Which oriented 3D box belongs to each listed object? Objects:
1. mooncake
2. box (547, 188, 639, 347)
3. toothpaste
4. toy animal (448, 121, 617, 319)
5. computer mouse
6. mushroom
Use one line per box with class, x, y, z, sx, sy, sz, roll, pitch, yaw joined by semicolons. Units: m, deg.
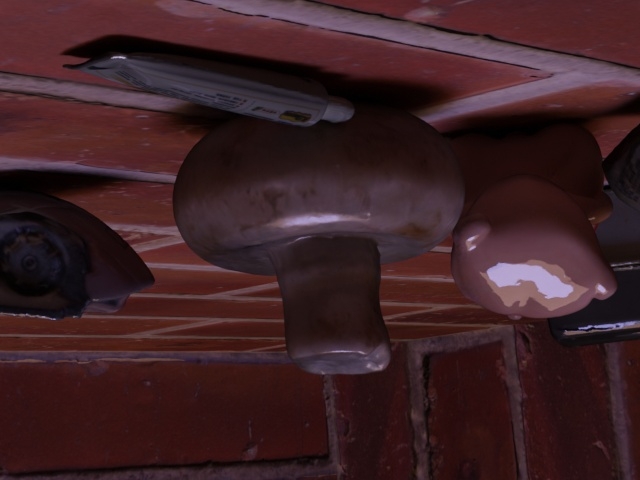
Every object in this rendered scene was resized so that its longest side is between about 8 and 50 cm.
mooncake;0.321;-0.083;1.720;0.130;0.073;0.125;-13;158;-18
box;0.379;0.026;2.255;0.290;0.166;0.220;-7;171;9
toothpaste;-0.070;-0.112;1.429;0.255;0.037;0.067;7;172;-43
toy animal;0.188;-0.023;1.789;0.171;0.171;0.198;-5;-148;4
computer mouse;-0.348;0.000;1.849;0.389;0.115;0.199;7;-178;-5
mushroom;0.000;0.000;1.612;0.243;0.244;0.243;-5;172;-1
